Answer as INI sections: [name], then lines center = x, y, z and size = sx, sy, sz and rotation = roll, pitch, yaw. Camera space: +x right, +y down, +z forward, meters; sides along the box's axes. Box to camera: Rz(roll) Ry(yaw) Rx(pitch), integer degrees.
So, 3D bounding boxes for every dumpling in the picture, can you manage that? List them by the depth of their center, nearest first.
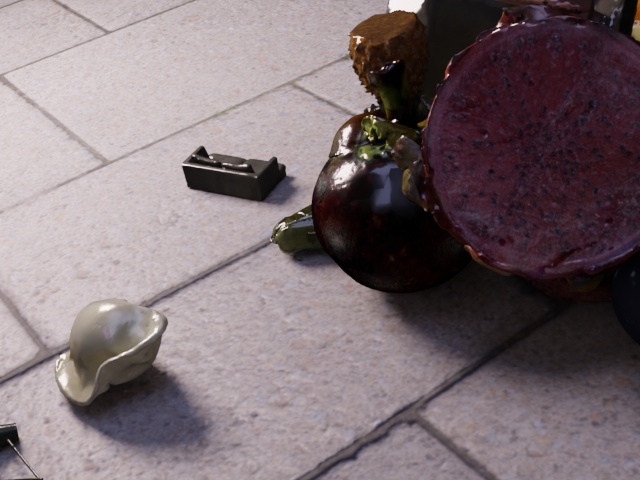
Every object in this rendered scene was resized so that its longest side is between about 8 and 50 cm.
[dumpling]
center = -0.261, 0.137, 1.163
size = 0.169, 0.100, 0.134
rotation = 10, 54, 29

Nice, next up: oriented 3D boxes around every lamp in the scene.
[lamp]
center = -0.348, 0.245, 1.087
size = 0.054, 0.041, 0.121
rotation = -13, 31, -20

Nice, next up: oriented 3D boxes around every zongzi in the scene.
[zongzi]
center = 0.000, 0.000, 1.331
size = 0.109, 0.055, 0.119
rotation = -28, 50, -20

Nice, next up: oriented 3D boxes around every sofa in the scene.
[sofa]
center = -0.137, -0.118, 1.518
size = 0.147, 0.060, 0.085
rotation = 11, 40, 28

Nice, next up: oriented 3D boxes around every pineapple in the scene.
[pineapple]
center = 0.111, -0.174, 1.344
size = 0.119, 0.277, 0.130
rotation = 3, 41, 25

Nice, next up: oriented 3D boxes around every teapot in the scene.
[teapot]
center = 0.290, -0.317, 1.462
size = 0.361, 0.376, 0.306
rotation = 14, 85, 19

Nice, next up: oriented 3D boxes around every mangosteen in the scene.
[mangosteen]
center = 0.096, -0.076, 1.206
size = 0.231, 0.289, 0.231
rotation = -5, 32, 3

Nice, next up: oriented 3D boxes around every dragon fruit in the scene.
[dragon fruit]
center = 0.276, -0.091, 1.084
size = 0.314, 0.296, 0.263
rotation = 32, 10, 11

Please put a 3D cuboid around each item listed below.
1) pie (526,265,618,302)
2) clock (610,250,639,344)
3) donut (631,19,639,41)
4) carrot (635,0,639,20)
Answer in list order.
[pie]
center = 0.351, 0.006, 1.236
size = 0.218, 0.054, 0.204
rotation = -1, 36, 9
[clock]
center = 0.416, 0.090, 1.029
size = 0.199, 0.147, 0.243
rotation = -14, 43, -3
[donut]
center = 0.521, -0.341, 1.666
size = 0.165, 0.065, 0.108
rotation = -10, 35, -1
[carrot]
center = 0.545, -0.448, 1.799
size = 0.193, 0.087, 0.087
rotation = 18, 44, 30
